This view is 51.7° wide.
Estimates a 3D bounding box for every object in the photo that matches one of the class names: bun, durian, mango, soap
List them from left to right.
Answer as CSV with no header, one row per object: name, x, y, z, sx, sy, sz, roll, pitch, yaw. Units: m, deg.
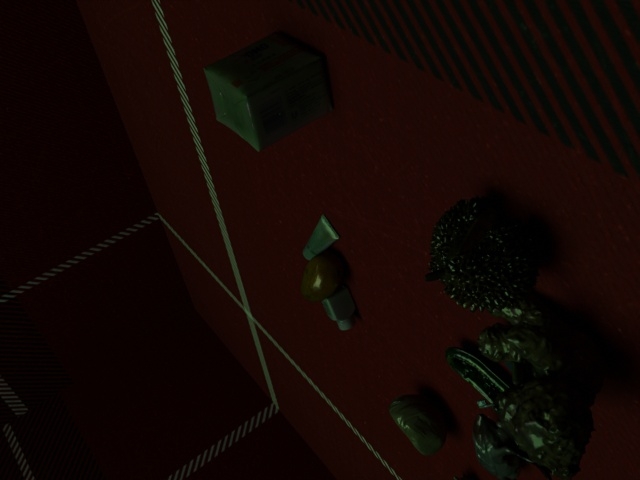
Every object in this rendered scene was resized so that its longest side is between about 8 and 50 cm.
soap,-0.109,-0.313,1.369,0.182,0.199,0.138,40,155,40
mango,0.001,0.105,1.782,0.165,0.089,0.115,-60,41,26
bun,0.263,0.465,1.717,0.167,0.113,0.173,51,-179,30
durian,0.248,0.026,1.057,0.196,0.196,0.167,26,137,54

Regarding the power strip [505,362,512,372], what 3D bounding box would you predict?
power strip,0.404,0.262,1.249,0.123,0.032,0.056,52,157,16

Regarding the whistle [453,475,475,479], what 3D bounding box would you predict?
whistle,0.435,0.718,1.743,0.236,0.077,0.114,46,175,22

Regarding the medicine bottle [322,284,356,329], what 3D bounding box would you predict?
medicine bottle,0.056,0.189,1.850,0.055,0.074,0.118,17,136,58

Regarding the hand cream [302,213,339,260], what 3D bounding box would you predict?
hand cream,0.000,0.000,1.773,0.076,0.047,0.174,54,150,12

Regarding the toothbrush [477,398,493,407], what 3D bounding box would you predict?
toothbrush,0.365,0.311,1.306,0.019,0.013,0.193,64,153,11

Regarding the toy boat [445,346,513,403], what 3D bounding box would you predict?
toy boat,0.347,0.297,1.390,0.210,0.052,0.104,42,156,27

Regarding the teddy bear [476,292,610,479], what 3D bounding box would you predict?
teddy bear,0.333,0.225,1.082,0.296,0.222,0.246,32,141,45

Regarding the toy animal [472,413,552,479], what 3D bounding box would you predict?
toy animal,0.403,0.480,1.464,0.195,0.090,0.324,40,155,19
